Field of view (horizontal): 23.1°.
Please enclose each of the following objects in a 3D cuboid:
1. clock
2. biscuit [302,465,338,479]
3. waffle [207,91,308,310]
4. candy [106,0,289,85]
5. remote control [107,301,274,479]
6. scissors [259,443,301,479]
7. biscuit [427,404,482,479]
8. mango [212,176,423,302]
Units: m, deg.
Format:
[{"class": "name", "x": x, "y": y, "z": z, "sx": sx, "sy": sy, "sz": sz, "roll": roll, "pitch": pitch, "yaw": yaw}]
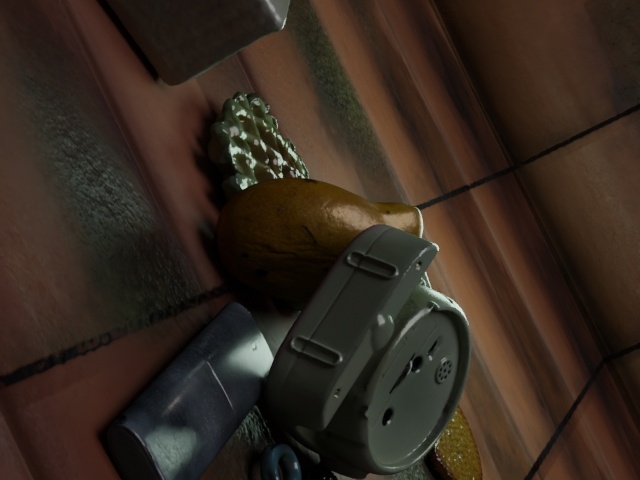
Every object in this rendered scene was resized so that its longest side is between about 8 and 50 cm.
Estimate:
[{"class": "clock", "x": 0.079, "y": 0.156, "z": 1.870, "sx": 0.265, "sy": 0.108, "sz": 0.324, "roll": -58, "pitch": 145, "yaw": -18}, {"class": "biscuit", "x": 0.008, "y": 0.307, "z": 1.832, "sx": 0.089, "sy": 0.027, "sz": 0.087, "roll": 60, "pitch": 18, "yaw": -12}, {"class": "waffle", "x": -0.055, "y": -0.049, "z": 2.084, "sx": 0.309, "sy": 0.056, "sz": 0.292, "roll": 61, "pitch": 19, "yaw": -18}, {"class": "candy", "x": -0.199, "y": -0.383, "z": 1.921, "sx": 0.359, "sy": 0.208, "sz": 0.145, "roll": 56, "pitch": 26, "yaw": -26}, {"class": "remote control", "x": -0.125, "y": 0.167, "z": 1.633, "sx": 0.107, "sy": 0.044, "sz": 0.377, "roll": 67, "pitch": 18, "yaw": -10}, {"class": "scissors", "x": -0.048, "y": 0.315, "z": 1.648, "sx": 0.289, "sy": 0.041, "sz": 0.138, "roll": -58, "pitch": 129, "yaw": -73}, {"class": "biscuit", "x": 0.202, "y": 0.322, "z": 2.337, "sx": 0.126, "sy": 0.025, "sz": 0.206, "roll": 61, "pitch": 20, "yaw": -6}, {"class": "mango", "x": 0.000, "y": 0.002, "z": 1.905, "sx": 0.109, "sy": 0.262, "sz": 0.157, "roll": -119, "pitch": -148, "yaw": -70}]
